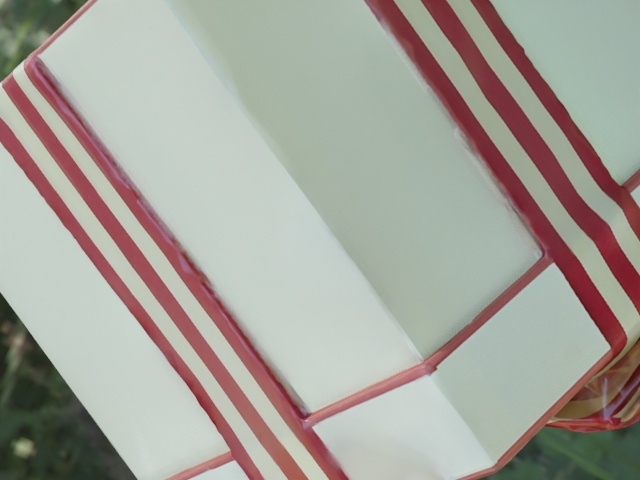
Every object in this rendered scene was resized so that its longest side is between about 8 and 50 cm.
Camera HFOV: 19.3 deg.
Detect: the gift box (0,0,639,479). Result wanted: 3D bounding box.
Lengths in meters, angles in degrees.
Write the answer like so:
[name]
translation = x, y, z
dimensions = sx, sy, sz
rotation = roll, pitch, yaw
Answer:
[gift box]
translation = 0.000, 0.000, 0.802
dimensions = 0.276, 0.258, 0.255
rotation = -39, 5, -33
